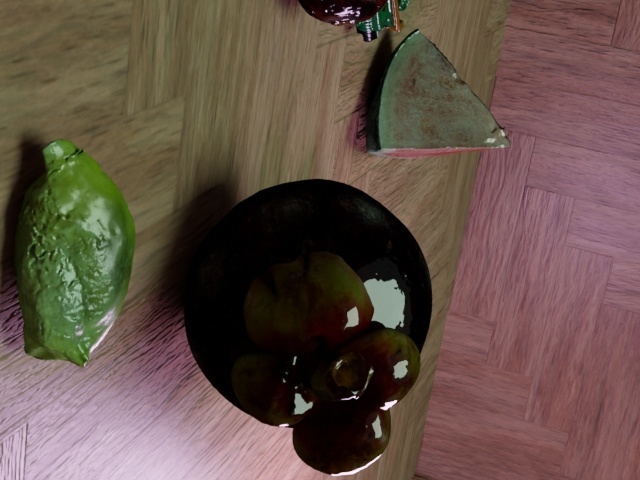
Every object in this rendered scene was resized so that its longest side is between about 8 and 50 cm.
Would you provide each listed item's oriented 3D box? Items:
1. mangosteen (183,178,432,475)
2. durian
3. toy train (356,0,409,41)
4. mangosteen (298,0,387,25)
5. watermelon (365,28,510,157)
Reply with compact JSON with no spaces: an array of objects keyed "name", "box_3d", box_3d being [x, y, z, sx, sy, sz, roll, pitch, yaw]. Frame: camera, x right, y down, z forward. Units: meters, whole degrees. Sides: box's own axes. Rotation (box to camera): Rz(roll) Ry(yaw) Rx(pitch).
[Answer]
[{"name":"mangosteen","box_3d":[0.002,0.120,1.641,0.382,0.435,0.382,-15,128,-20]},{"name":"durian","box_3d":[-0.260,0.014,1.220,0.139,0.101,0.250,-25,128,-69]},{"name":"toy train","box_3d":[0.092,-0.437,2.038,0.136,0.091,0.227,-56,159,-23]},{"name":"mangosteen","box_3d":[0.029,-0.418,1.740,0.166,0.166,0.180,-15,93,-72]},{"name":"watermelon","box_3d":[0.208,-0.225,2.368,0.250,0.292,0.283,-41,157,-9]}]
